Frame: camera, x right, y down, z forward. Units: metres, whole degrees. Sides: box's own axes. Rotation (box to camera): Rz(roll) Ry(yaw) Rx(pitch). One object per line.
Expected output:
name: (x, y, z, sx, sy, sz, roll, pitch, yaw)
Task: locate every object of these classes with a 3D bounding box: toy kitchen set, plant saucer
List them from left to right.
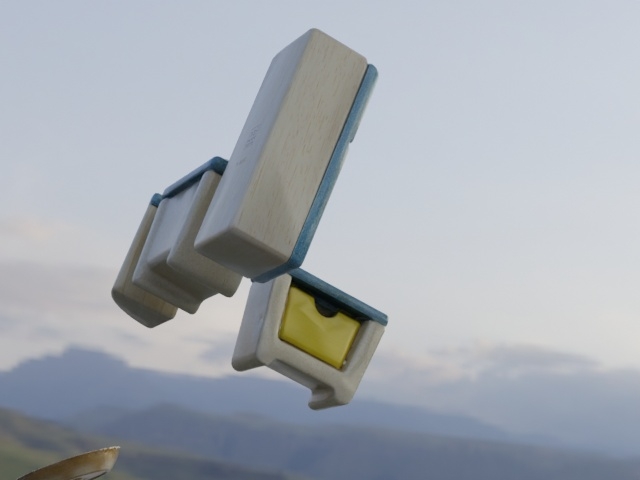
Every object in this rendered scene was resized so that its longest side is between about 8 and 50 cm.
plant saucer: (-0.188, 0.175, 1.264, 0.083, 0.015, 0.083, -19, -11, -4)
toy kitchen set: (0.000, 0.000, 0.945, 0.166, 0.122, 0.207, 29, -22, -18)
